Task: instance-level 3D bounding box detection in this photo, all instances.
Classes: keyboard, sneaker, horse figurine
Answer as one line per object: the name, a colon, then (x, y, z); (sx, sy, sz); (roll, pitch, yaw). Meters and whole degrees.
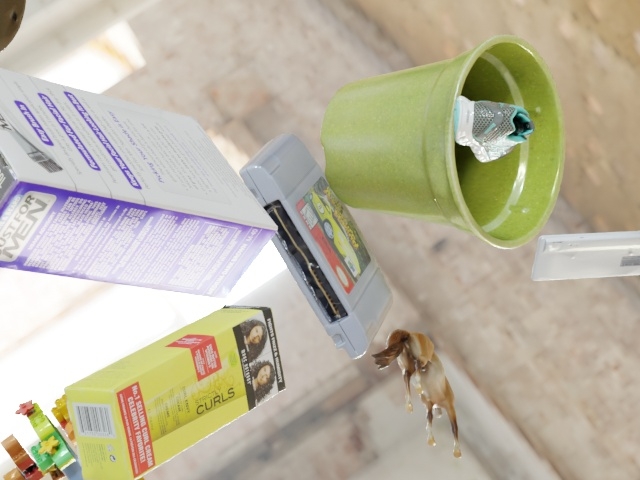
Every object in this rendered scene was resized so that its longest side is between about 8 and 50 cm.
keyboard: (0.393, 0.017, 2.084); (0.072, 0.256, 0.014); (97, -14, -45)
sneaker: (0.204, -0.121, 1.837); (0.166, 0.076, 0.065); (6, 87, -68)
horse figurine: (0.159, 0.219, 2.573); (0.174, 0.066, 0.263); (-92, 156, -47)

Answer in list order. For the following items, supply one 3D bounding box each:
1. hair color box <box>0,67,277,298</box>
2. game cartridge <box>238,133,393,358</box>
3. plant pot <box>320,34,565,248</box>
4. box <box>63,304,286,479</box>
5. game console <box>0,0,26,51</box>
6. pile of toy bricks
hair color box: (-0.221, -0.054, 1.573); (0.338, 0.110, 0.185); (13, 32, -50)
game cartridge: (0.000, 0.000, 2.241); (0.294, 0.060, 0.196); (59, 17, -10)
plant pot: (0.148, -0.130, 2.211); (0.253, 0.276, 0.276); (2, -49, 39)
box: (-0.122, 0.129, 1.442); (0.058, 0.232, 0.087); (-2, -77, 35)
game console: (-0.433, -0.329, 1.826); (0.060, 0.342, 0.387); (18, -52, 17)
pile of toy bricks: (-0.238, 0.189, 1.508); (0.105, 0.118, 0.212); (60, -12, -30)
